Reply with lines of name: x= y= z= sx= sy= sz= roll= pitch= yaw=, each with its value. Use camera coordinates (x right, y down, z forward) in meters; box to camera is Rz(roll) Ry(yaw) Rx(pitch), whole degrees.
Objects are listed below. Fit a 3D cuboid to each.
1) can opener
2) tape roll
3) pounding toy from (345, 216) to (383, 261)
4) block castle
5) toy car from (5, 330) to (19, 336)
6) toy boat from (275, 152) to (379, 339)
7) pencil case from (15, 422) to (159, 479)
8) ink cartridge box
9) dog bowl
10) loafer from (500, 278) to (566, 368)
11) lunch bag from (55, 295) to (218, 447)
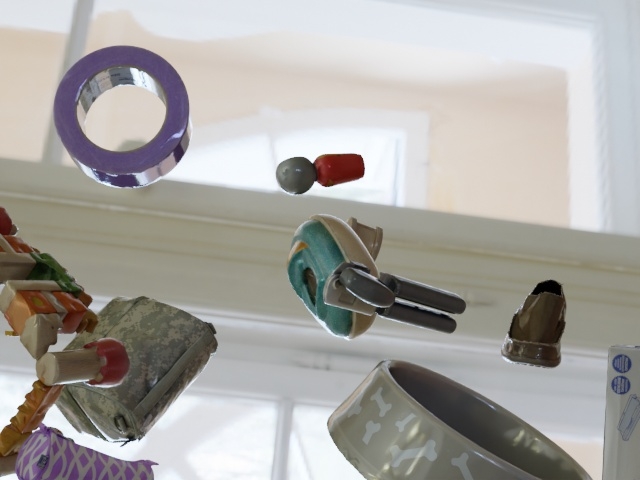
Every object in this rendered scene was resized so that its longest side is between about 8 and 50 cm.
can opener: x=0.122 y=0.098 z=1.719 sx=0.093 sy=0.280 sz=0.074 roll=40 pitch=108 yaw=49
tape roll: x=-0.277 y=-0.174 z=1.545 sx=0.080 sy=0.189 sz=0.189 roll=105 pitch=171 yaw=-79
pounding toy: x=0.031 y=0.011 z=2.366 sx=0.154 sy=0.155 sz=0.269 roll=-67 pitch=17 yaw=9
block castle: x=-0.557 y=0.166 z=1.925 sx=0.303 sy=0.453 sz=0.213 roll=-54 pitch=-25 yaw=18
toy car: x=-0.607 y=0.209 z=2.080 sx=0.122 sy=0.040 sz=0.060 roll=-17 pitch=75 yaw=35
toy boat: x=0.000 y=0.000 z=1.857 sx=0.267 sy=0.148 sz=0.318 roll=-132 pitch=36 yaw=-60
pencil case: x=-0.332 y=0.327 z=1.552 sx=0.086 sy=0.206 sz=0.088 roll=2 pitch=67 yaw=46
ink cartridge box: x=0.317 y=0.212 z=1.124 sx=0.097 sy=0.046 sz=0.207 roll=12 pitch=-99 yaw=-70
dog bowl: x=0.181 y=0.265 z=1.333 sx=0.102 sy=0.349 sz=0.349 roll=-61 pitch=9 yaw=7
loafer: x=0.487 y=0.180 z=2.470 sx=0.366 sy=0.134 sz=0.130 roll=-50 pitch=-36 yaw=-68
lunch bag: x=-0.383 y=0.272 z=2.263 sx=0.305 sy=0.256 sz=0.212 roll=-48 pitch=-59 yaw=-36
